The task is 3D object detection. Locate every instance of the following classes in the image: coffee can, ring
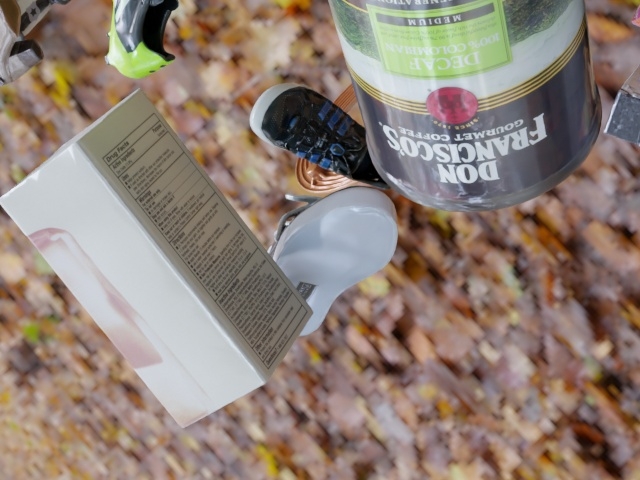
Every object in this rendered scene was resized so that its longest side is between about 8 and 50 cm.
[{"bbox_3d":[0.108,-0.186,1.179,0.201,0.201,0.275,36,158,37],"label":"coffee can"},{"bbox_3d":[0.087,-0.201,2.199,0.032,0.336,0.336,45,166,-24],"label":"ring"}]

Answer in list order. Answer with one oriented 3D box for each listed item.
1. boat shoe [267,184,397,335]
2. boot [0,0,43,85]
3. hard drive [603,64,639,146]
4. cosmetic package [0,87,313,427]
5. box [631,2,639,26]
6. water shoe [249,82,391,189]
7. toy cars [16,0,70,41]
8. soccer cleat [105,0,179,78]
[{"bbox_3d":[0.004,0.001,1.613,0.113,0.105,0.306,12,151,-10],"label":"boat shoe"},{"bbox_3d":[-0.340,-0.207,1.518,0.042,0.087,0.118,-80,-30,-51],"label":"boot"},{"bbox_3d":[0.522,-0.120,1.780,0.339,0.237,0.064,22,113,14],"label":"hard drive"},{"bbox_3d":[-0.160,0.018,1.494,0.129,0.153,0.296,-31,101,31],"label":"cosmetic package"},{"bbox_3d":[0.446,-0.321,1.564,0.128,0.257,0.122,25,180,0],"label":"box"},{"bbox_3d":[0.014,-0.111,1.598,0.203,0.073,0.080,19,-169,-47],"label":"water shoe"},{"bbox_3d":[-0.257,-0.314,1.654,0.087,0.393,0.176,70,177,-45],"label":"toy cars"},{"bbox_3d":[-0.168,-0.240,1.385,0.072,0.060,0.179,-10,86,33],"label":"soccer cleat"}]
